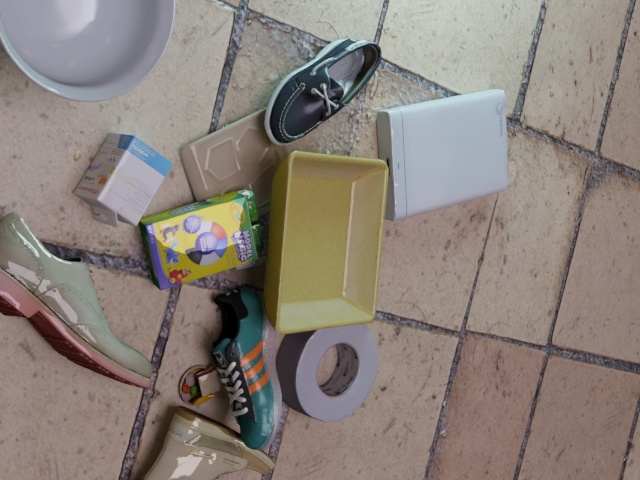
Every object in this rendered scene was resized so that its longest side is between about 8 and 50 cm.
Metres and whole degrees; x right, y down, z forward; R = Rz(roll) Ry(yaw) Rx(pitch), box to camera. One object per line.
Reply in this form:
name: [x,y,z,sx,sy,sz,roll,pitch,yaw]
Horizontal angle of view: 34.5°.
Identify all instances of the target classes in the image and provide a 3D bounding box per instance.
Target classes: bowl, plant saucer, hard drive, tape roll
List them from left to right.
bowl: [-0.378,-0.362,1.551,0.298,0.134,0.297,-11,108,-37]
plant saucer: [0.000,0.000,1.983,0.333,0.081,0.332,0,97,-54]
tape roll: [0.015,0.256,2.101,0.219,0.072,0.219,-8,103,-38]
hard drive: [0.273,-0.191,2.240,0.353,0.047,0.233,-16,108,-37]

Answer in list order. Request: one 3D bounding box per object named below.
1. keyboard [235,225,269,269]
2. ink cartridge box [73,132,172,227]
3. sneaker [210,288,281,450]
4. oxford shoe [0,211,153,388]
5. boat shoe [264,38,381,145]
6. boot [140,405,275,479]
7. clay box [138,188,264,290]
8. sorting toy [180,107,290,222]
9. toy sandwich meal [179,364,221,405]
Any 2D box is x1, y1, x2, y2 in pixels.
keyboard: [-0.066,0.000,2.006,0.256,0.014,0.072,-13,106,-43]
ink cartridge box: [-0.337,-0.096,1.731,0.090,0.092,0.143,38,74,-37]
sneaker: [-0.150,0.240,1.921,0.121,0.108,0.302,6,73,-33]
oxford shoe: [-0.399,0.110,1.695,0.397,0.141,0.146,47,62,-37]
boat shoe: [0.008,-0.288,1.945,0.302,0.091,0.114,-54,130,-30]
boot: [-0.218,0.446,1.935,0.262,0.095,0.203,37,78,-43]
clay box: [-0.204,-0.005,1.854,0.222,0.053,0.127,-18,110,-21]
sorting toy: [-0.148,-0.125,1.920,0.208,0.038,0.193,-28,115,-27]
toy sandwich meal: [-0.225,0.274,1.935,0.086,0.029,0.085,-9,104,-38]
